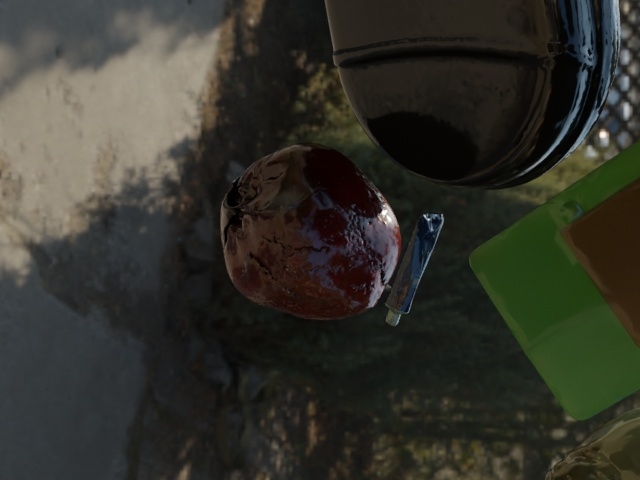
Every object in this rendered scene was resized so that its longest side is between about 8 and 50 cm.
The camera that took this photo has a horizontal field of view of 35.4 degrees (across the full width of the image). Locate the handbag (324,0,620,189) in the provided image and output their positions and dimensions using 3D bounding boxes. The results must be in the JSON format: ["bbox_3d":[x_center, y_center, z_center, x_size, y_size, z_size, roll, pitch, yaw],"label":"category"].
[{"bbox_3d":[0.104,-0.189,0.780,0.093,0.254,0.308,-24,109,-44],"label":"handbag"}]

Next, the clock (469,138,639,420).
[{"bbox_3d":[0.227,-0.014,0.610,0.106,0.220,0.255,57,17,8],"label":"clock"}]

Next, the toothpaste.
[{"bbox_3d":[0.063,0.020,0.686,0.027,0.019,0.083,6,109,-47],"label":"toothpaste"}]

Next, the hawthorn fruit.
[{"bbox_3d":[0.000,0.000,0.829,0.172,0.148,0.148,27,54,-21],"label":"hawthorn fruit"}]

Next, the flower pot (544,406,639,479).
[{"bbox_3d":[0.307,0.258,0.750,0.244,0.308,0.307,32,60,-73],"label":"flower pot"}]
